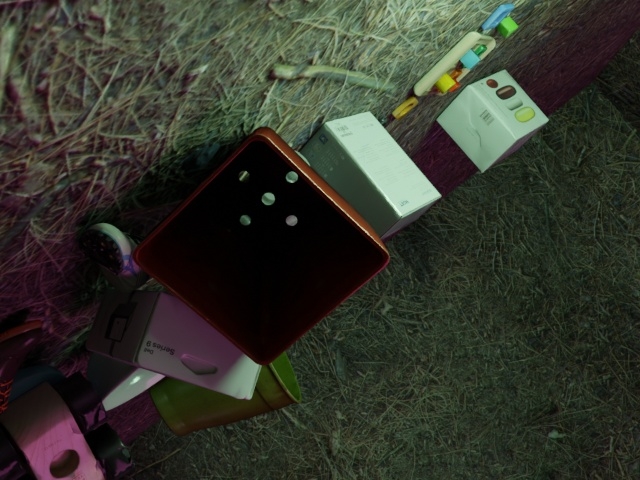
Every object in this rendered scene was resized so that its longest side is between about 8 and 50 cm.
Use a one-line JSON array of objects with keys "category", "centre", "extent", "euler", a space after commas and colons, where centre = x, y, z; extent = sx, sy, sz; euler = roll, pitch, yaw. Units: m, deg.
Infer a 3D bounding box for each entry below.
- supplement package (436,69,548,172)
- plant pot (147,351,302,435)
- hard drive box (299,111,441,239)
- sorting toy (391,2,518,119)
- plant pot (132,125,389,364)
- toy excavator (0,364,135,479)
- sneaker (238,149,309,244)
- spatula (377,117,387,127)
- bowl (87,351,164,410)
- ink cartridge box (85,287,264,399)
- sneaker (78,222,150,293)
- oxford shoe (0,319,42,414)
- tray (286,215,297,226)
[{"category": "supplement package", "centre": [0.465, -0.325, 2.107], "extent": [0.203, 0.194, 0.149], "euler": [-31, 168, -44]}, {"category": "plant pot", "centre": [-0.292, 0.372, 2.219], "extent": [0.353, 0.366, 0.366], "euler": [-27, 171, 2]}, {"category": "hard drive box", "centre": [0.100, -0.129, 1.524], "extent": [0.089, 0.232, 0.181], "euler": [-46, 168, 35]}, {"category": "sorting toy", "centre": [0.302, -0.372, 1.710], "extent": [0.348, 0.047, 0.196], "euler": [-43, 170, 24]}, {"category": "plant pot", "centre": [-0.085, -0.024, 1.208], "extent": [0.267, 0.267, 0.235], "euler": [-41, -161, 17]}, {"category": "toy excavator", "centre": [-0.577, 0.400, 1.587], "extent": [0.222, 0.445, 0.432], "euler": [-33, 128, -28]}, {"category": "sneaker", "centre": [-0.132, -0.045, 1.425], "extent": [0.281, 0.105, 0.115], "euler": [-37, 170, -16]}, {"category": "spatula", "centre": [0.126, -0.227, 1.775], "extent": [0.084, 0.030, 0.296], "euler": [-36, 171, -5]}, {"category": "bowl", "centre": [-0.382, 0.221, 1.653], "extent": [0.298, 0.134, 0.298], "euler": [-37, 171, -7]}, {"category": "ink cartridge box", "centre": [-0.246, 0.169, 1.320], "extent": [0.289, 0.211, 0.121], "euler": [-3, -114, 59]}, {"category": "sneaker", "centre": [-0.299, 0.014, 1.172], "extent": [0.086, 0.085, 0.237], "euler": [-53, 175, -17]}, {"category": "oxford shoe", "centre": [-0.521, 0.228, 1.254], "extent": [0.271, 0.098, 0.097], "euler": [-42, 170, 21]}, {"category": "tray", "centre": [-0.066, -0.038, 1.794], "extent": [0.270, 0.030, 0.145], "euler": [-30, 144, -43]}]
